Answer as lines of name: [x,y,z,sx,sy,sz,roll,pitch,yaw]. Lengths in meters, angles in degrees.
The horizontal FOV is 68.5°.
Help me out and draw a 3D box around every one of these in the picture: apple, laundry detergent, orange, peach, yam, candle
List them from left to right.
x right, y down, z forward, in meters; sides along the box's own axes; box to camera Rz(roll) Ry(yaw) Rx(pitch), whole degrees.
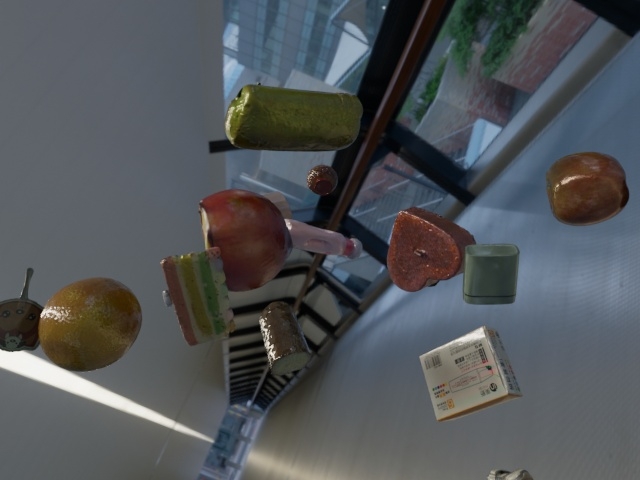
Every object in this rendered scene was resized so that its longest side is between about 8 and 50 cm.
orange: [-0.547,0.199,1.128,0.236,0.236,0.236,-158,90,-89]
peach: [-0.226,0.001,1.231,0.338,0.281,0.281,13,-79,-66]
yam: [-0.122,0.317,1.527,0.128,0.129,0.238,-58,34,21]
laundry detergent: [0.000,0.000,1.689,0.159,0.335,0.087,-13,67,57]
candle: [0.345,0.020,1.584,0.132,0.287,0.317,-14,-9,-42]
apple: [0.669,-0.130,1.187,0.188,0.174,0.188,-12,-90,-70]

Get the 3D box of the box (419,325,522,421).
box: [0.455,0.416,1.454,0.274,0.091,0.220,-38,48,39]

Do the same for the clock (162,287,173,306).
clock: [-0.373,0.137,1.410,0.176,0.117,0.079,-54,-39,-59]

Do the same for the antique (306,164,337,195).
antique: [0.005,-0.194,1.499,0.104,0.104,0.104,-158,90,-89]

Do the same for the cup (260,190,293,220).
cup: [-0.247,-0.066,1.837,0.191,0.201,0.253,67,154,12]

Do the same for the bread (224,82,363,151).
bread: [-0.049,-0.289,1.167,0.384,0.112,0.166,-8,-36,-38]

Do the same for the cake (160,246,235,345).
cake: [-0.233,0.116,0.924,0.225,0.110,0.090,94,154,-46]

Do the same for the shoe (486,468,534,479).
shoe: [0.540,0.714,1.374,0.180,0.089,0.092,-66,31,24]

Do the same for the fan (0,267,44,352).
fan: [-0.771,0.176,1.211,0.009,0.132,0.219,-19,61,49]

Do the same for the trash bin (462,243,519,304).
trash bin: [0.382,0.077,1.061,0.059,0.116,0.129,-77,-17,-61]
